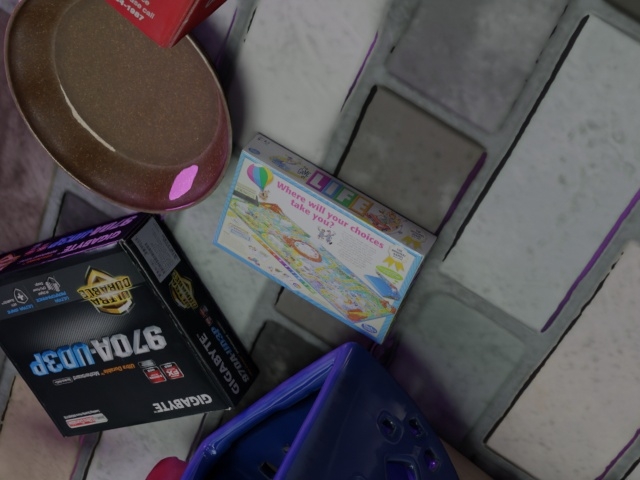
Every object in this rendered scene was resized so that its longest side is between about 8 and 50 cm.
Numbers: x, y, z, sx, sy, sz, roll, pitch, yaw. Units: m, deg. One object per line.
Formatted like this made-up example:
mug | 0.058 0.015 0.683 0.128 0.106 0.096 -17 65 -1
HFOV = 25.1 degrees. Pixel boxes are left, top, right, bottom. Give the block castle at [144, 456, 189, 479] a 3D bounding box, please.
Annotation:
block castle | -0.258 0.338 1.373 0.453 0.213 0.303 1 122 32

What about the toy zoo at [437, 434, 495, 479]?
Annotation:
toy zoo | 0.056 0.269 1.243 0.192 0.030 0.293 39 135 0

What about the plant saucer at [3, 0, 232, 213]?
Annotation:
plant saucer | -0.144 -0.112 1.067 0.198 0.036 0.199 18 132 21

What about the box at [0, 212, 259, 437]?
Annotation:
box | -0.183 0.077 1.230 0.220 0.051 0.175 -14 115 38

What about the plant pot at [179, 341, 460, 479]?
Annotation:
plant pot | -0.002 0.258 1.093 0.212 0.236 0.236 41 136 -11

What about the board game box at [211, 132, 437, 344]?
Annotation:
board game box | 0.000 0.000 1.069 0.154 0.026 0.103 31 135 8

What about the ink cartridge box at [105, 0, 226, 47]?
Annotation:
ink cartridge box | -0.086 -0.282 0.840 0.197 0.114 0.273 40 136 0
